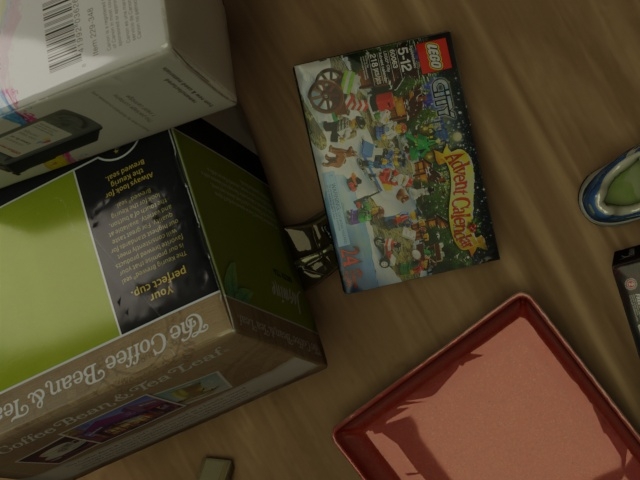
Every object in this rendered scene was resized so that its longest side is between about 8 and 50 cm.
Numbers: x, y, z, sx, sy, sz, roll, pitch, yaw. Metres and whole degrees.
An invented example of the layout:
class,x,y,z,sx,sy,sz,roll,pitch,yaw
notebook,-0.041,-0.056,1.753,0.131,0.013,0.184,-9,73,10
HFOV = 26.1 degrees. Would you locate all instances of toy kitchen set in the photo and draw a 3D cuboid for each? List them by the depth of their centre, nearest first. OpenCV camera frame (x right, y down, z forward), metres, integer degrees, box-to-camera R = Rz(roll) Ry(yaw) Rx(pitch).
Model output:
class,x,y,z,sx,sy,sz,roll,pitch,yaw
toy kitchen set,-0.097,0.292,1.489,0.068,0.075,0.083,3,138,16

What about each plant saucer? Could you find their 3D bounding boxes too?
class,x,y,z,sx,sy,sz,roll,pitch,yaw
plant saucer,0.186,0.221,1.404,0.258,0.048,0.259,-38,89,15

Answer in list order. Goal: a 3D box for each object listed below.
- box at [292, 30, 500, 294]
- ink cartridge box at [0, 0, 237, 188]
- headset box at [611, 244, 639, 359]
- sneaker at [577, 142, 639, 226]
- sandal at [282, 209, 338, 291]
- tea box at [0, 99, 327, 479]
class,x,y,z,sx,sy,sz,roll,pitch,yaw
box,0.075,-0.077,1.370,0.159,0.044,0.233,-13,95,-1
ink cartridge box,-0.243,-0.188,1.208,0.306,0.131,0.226,-17,67,21
headset box,0.446,0.077,1.290,0.293,0.110,0.218,-16,93,15
sneaker,0.345,-0.071,1.309,0.211,0.081,0.080,-32,88,13
sandal,0.000,0.000,1.421,0.180,0.049,0.072,-30,96,1
tea box,-0.219,0.028,1.335,0.329,0.220,0.323,-24,68,16
